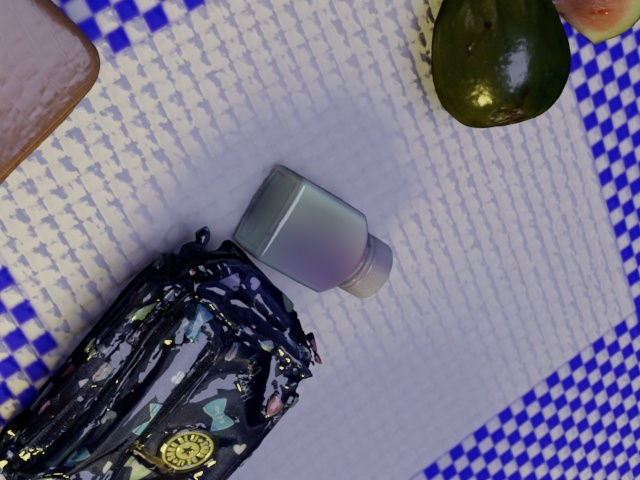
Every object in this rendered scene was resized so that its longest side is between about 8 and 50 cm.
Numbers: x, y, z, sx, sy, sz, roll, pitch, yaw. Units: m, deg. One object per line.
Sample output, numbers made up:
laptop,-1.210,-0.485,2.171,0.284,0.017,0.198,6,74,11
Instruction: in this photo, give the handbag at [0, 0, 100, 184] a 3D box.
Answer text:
handbag,-0.250,-0.096,0.643,0.193,0.072,0.151,-46,124,-4

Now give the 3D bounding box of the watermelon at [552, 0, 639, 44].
watermelon,0.225,-0.244,0.870,0.163,0.087,0.069,34,53,-36

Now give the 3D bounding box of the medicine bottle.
medicine bottle,0.000,0.000,0.825,0.118,0.055,0.074,29,92,-33

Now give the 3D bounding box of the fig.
fig,0.140,-0.178,0.816,0.117,0.117,0.178,-9,102,-26

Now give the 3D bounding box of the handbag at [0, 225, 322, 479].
handbag,-0.124,0.125,0.771,0.162,0.113,0.260,40,94,-27
